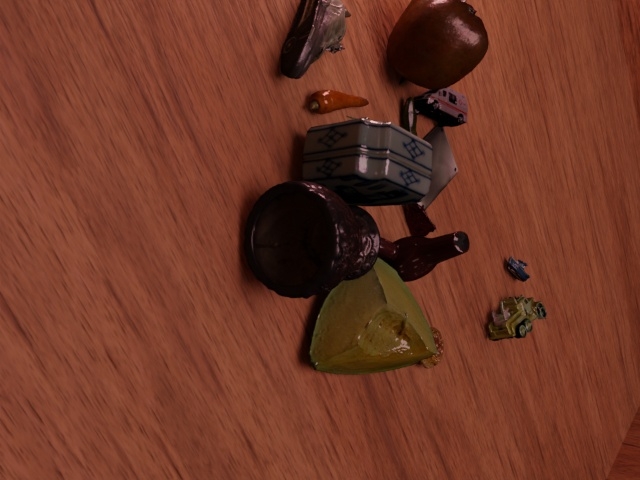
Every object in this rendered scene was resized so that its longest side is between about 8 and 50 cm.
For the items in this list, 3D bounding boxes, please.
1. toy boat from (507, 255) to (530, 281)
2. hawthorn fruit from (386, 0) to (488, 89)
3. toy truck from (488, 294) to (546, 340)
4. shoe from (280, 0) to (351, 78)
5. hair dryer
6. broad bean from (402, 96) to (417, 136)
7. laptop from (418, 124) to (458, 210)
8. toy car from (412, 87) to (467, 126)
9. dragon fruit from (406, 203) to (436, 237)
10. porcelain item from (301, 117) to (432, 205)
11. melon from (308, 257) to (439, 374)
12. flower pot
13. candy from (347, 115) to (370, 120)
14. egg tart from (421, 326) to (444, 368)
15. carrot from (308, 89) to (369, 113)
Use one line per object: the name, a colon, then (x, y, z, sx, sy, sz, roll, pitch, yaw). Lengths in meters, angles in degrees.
toy boat: (0.733, 0.102, 2.486, 0.137, 0.060, 0.061, 36, 85, -34)
hawthorn fruit: (0.317, -0.553, 1.909, 0.268, 0.301, 0.268, 34, 27, -20)
toy truck: (0.702, 0.262, 2.416, 0.259, 0.128, 0.135, -19, 90, -45)
shoe: (0.004, -0.499, 1.673, 0.149, 0.109, 0.293, 32, 63, -36)
hair dryer: (0.177, 0.005, 1.779, 0.340, 0.312, 0.123, 19, 66, -23)
broad bean: (0.275, -0.327, 2.008, 0.061, 0.046, 0.195, -25, 102, -15)
laptop: (0.346, -0.228, 2.108, 0.269, 0.015, 0.187, -45, 122, -36)
toy car: (0.366, -0.422, 2.066, 0.210, 0.089, 0.108, 13, 82, -41)
dragon fruit: (0.297, -0.077, 2.025, 0.131, 0.097, 0.063, 53, 49, -8)
porcelain item: (0.114, -0.181, 1.672, 0.286, 0.281, 0.157, 17, 76, -47)
melon: (0.163, 0.241, 1.782, 0.343, 0.226, 0.331, 41, 68, -52)
flower pot: (0.000, 0.000, 1.585, 0.267, 0.266, 0.266, 1, 90, -57)
candy: (0.104, -0.332, 1.853, 0.083, 0.025, 0.023, 4, 60, -38)
egg tart: (0.332, 0.328, 2.073, 0.130, 0.052, 0.130, -3, 94, -47)
carrot: (0.056, -0.370, 1.774, 0.257, 0.061, 0.061, -19, 104, -48)
